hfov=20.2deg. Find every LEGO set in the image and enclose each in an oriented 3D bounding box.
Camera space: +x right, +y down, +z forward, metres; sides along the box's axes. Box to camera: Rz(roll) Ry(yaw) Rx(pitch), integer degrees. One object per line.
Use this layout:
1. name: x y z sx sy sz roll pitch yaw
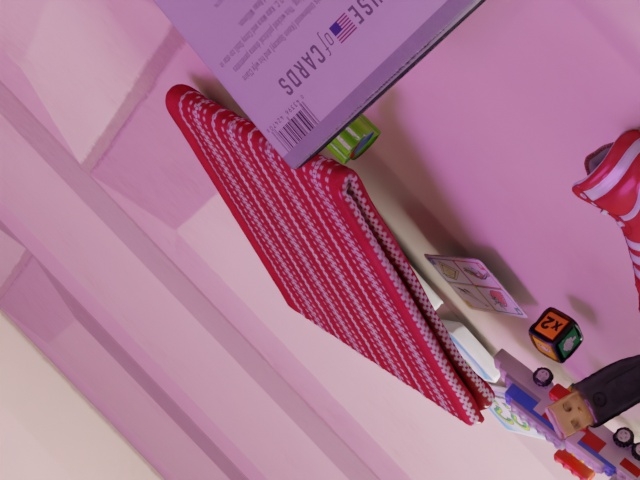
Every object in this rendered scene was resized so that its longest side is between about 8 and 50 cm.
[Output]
1. LEGO set: 0.110 0.086 1.123 0.182 0.060 0.244 48 164 -17

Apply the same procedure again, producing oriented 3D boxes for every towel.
1. towel: 0.000 0.000 1.157 0.199 0.031 0.275 58 166 -27

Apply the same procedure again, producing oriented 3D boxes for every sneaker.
1. sneaker: 0.149 -0.007 0.836 0.067 0.042 0.118 35 153 19

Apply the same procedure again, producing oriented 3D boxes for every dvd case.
1. dvd case: -0.039 -0.165 0.806 0.238 0.029 0.179 50 142 0

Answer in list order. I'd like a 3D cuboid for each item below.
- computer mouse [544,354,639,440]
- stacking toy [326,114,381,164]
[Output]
1. computer mouse: 0.152 0.131 0.809 0.184 0.262 0.060 42 157 34
2. stacking toy: -0.021 -0.138 0.935 0.167 0.052 0.221 44 165 9
